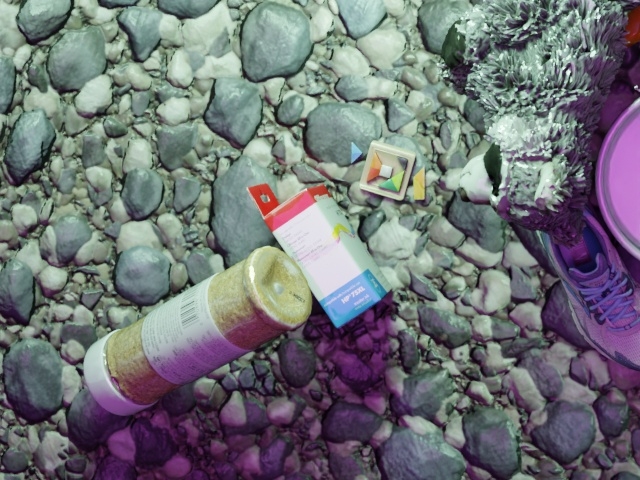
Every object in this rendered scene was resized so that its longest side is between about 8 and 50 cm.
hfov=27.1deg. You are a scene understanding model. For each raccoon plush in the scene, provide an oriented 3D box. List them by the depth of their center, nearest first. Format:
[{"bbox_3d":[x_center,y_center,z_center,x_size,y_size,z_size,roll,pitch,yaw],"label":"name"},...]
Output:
[{"bbox_3d":[0.348,-0.206,1.669,0.446,0.216,0.299,-41,56,21],"label":"raccoon plush"}]

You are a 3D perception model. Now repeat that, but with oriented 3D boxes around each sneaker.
[{"bbox_3d":[0.373,0.061,1.804,0.110,0.122,0.283,-33,89,11],"label":"sneaker"}]

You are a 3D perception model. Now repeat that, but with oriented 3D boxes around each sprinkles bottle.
[{"bbox_3d":[-0.175,0.131,1.839,0.355,0.121,0.121,-29,89,34],"label":"sprinkles bottle"}]

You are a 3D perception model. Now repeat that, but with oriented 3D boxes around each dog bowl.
[{"bbox_3d":[0.502,-0.084,1.780,0.265,0.104,0.264,1,94,9],"label":"dog bowl"}]

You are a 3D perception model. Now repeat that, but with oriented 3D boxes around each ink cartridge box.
[{"bbox_3d":[0.000,0.000,1.855,0.078,0.134,0.231,-34,89,11],"label":"ink cartridge box"}]

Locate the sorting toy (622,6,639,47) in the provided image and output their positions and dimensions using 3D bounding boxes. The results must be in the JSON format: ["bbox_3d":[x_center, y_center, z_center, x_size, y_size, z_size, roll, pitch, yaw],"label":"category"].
[{"bbox_3d":[0.533,-0.344,1.731,0.307,0.041,0.229,-45,50,10],"label":"sorting toy"}]

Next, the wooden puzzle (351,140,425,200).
[{"bbox_3d":[0.096,-0.100,1.893,0.116,0.014,0.078,10,96,9],"label":"wooden puzzle"}]

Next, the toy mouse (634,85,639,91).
[{"bbox_3d":[0.466,-0.202,1.676,0.161,0.031,0.143,16,86,-29],"label":"toy mouse"}]
